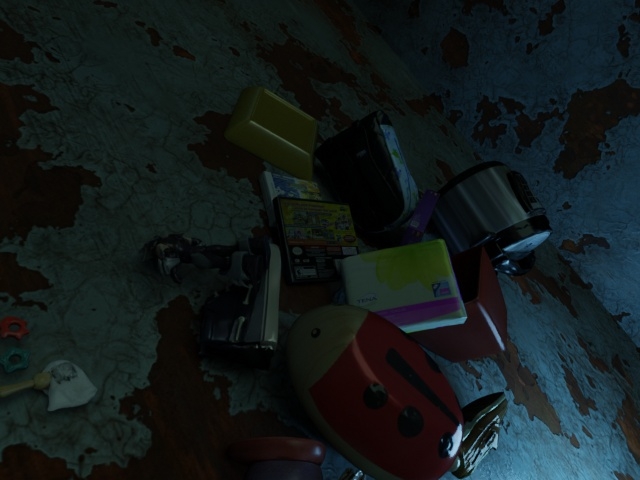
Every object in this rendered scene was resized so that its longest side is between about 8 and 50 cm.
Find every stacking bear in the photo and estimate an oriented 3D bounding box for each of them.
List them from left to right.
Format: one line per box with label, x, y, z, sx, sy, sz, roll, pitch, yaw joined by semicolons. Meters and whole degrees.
stacking bear;-0.070;0.491;0.657;0.175;0.164;0.289;22;49;-25

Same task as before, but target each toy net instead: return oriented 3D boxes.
toy net;-0.476;0.201;0.649;0.232;0.045;0.122;29;40;-20

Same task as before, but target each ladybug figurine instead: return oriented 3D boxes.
ladybug figurine;0.132;0.301;0.833;0.449;0.162;0.305;42;41;-1

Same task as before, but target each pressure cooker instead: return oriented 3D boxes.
pressure cooker;0.673;-0.048;1.584;0.370;0.375;0.420;-21;66;-8

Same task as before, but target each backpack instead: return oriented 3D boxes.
backpack;0.185;-0.202;1.379;0.273;0.290;0.355;7;59;-57

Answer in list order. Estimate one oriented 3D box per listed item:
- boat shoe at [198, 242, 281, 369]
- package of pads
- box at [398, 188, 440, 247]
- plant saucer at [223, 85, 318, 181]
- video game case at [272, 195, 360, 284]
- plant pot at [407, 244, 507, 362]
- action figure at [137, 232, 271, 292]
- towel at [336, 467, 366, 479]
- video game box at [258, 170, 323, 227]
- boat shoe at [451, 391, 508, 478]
boat shoe;-0.178;0.121;0.912;0.158;0.127;0.340;10;38;-13
package of pads;0.211;0.129;1.082;0.101;0.296;0.229;58;21;-65
box;0.329;-0.029;1.397;0.057;0.201;0.293;24;38;13
plant saucer;-0.141;-0.397;1.419;0.332;0.081;0.333;26;43;-20
video game case;0.000;0.000;1.182;0.275;0.035;0.248;1;70;-39
plant pot;0.431;0.217;1.247;0.236;0.267;0.267;50;38;-14
action figure;-0.259;0.035;0.871;0.285;0.099;0.185;6;22;9
towel;0.032;0.537;0.640;0.187;0.049;0.282;7;82;-65
video game box;-0.079;-0.116;1.252;0.205;0.048;0.187;6;55;-37
boat shoe;0.420;0.517;1.089;0.307;0.111;0.104;-17;72;-36
